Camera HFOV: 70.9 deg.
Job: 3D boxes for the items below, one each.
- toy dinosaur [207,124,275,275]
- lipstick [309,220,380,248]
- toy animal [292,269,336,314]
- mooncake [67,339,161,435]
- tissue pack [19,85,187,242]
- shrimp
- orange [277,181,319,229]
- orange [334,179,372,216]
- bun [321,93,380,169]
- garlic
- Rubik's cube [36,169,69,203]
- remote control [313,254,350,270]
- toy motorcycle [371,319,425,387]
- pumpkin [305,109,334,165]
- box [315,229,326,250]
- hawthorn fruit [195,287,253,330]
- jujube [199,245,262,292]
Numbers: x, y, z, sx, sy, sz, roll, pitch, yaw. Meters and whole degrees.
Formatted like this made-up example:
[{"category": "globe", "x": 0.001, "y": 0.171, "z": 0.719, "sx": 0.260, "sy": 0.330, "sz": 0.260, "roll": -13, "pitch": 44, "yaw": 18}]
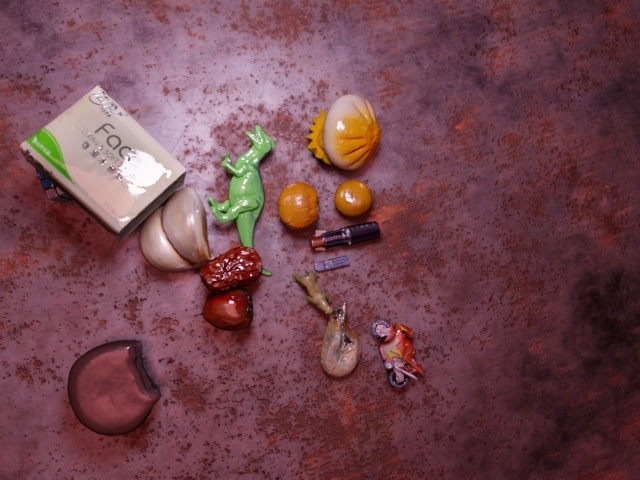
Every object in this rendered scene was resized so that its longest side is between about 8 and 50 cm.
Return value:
[{"category": "toy dinosaur", "x": -0.234, "y": -0.153, "z": 1.794, "sx": 0.375, "sy": 0.144, "sz": 0.499, "roll": -41, "pitch": 108, "yaw": -8}, {"category": "lipstick", "x": 0.099, "y": -0.016, "z": 1.838, "sx": 0.300, "sy": 0.081, "sz": 0.081, "roll": -13, "pitch": 90, "yaw": -12}, {"category": "toy animal", "x": -0.018, "y": 0.208, "z": 1.802, "sx": 0.103, "sy": 0.101, "sz": 0.218, "roll": -29, "pitch": 92, "yaw": -11}, {"category": "mooncake", "x": -0.742, "y": 0.519, "z": 1.639, "sx": 0.326, "sy": 0.174, "sz": 0.333, "roll": 35, "pitch": 80, "yaw": -9}, {"category": "tissue pack", "x": -0.716, "y": -0.253, "z": 1.523, "sx": 0.405, "sy": 0.205, "sz": 0.331, "roll": 44, "pitch": 69, "yaw": -10}, {"category": "shrimp", "x": 0.094, "y": 0.405, "z": 1.832, "sx": 0.168, "sy": 0.077, "sz": 0.316, "roll": 12, "pitch": 90, "yaw": -18}, {"category": "orange", "x": -0.087, "y": -0.134, "z": 1.769, "sx": 0.161, "sy": 0.193, "sz": 0.193, "roll": -2, "pitch": 88, "yaw": 16}, {"category": "orange", "x": 0.133, "y": -0.169, "z": 1.833, "sx": 0.156, "sy": 0.124, "sz": 0.156, "roll": -1, "pitch": 75, "yaw": 3}, {"category": "bun", "x": 0.146, "y": -0.418, "z": 1.760, "sx": 0.165, "sy": 0.299, "sz": 0.298, "roll": 14, "pitch": 84, "yaw": 32}, {"category": "garlic", "x": -0.531, "y": -0.031, "z": 1.697, "sx": 0.249, "sy": 0.286, "sz": 0.312, "roll": -27, "pitch": 101, "yaw": -53}, {"category": "Rubik's cube", "x": -0.922, "y": -0.235, "z": 1.650, "sx": 0.155, "sy": 0.154, "sz": 0.151, "roll": -19, "pitch": 91, "yaw": -9}, {"category": "remote control", "x": 0.047, "y": 0.094, "z": 1.856, "sx": 0.153, "sy": 0.027, "sz": 0.043, "roll": -11, "pitch": 83, "yaw": -11}, {"category": "toy motorcycle", "x": 0.320, "y": 0.455, "z": 1.851, "sx": 0.171, "sy": 0.089, "sz": 0.297, "roll": -20, "pitch": 91, "yaw": -10}, {"category": "pumpkin", "x": 0.029, "y": -0.416, "z": 1.852, "sx": 0.131, "sy": 0.149, "sz": 0.253, "roll": 11, "pitch": 75, "yaw": 32}, {"category": "box", "x": 0.000, "y": 0.000, "z": 1.858, "sx": 0.046, "sy": 0.012, "sz": 0.083, "roll": 3, "pitch": 86, "yaw": -10}, {"category": "hawthorn fruit", "x": -0.370, "y": 0.269, "z": 1.716, "sx": 0.235, "sy": 0.181, "sz": 0.181, "roll": -13, "pitch": 90, "yaw": 2}, {"category": "jujube", "x": -0.331, "y": 0.111, "z": 1.673, "sx": 0.230, "sy": 0.155, "sz": 0.155, "roll": -26, "pitch": 92, "yaw": -30}]
